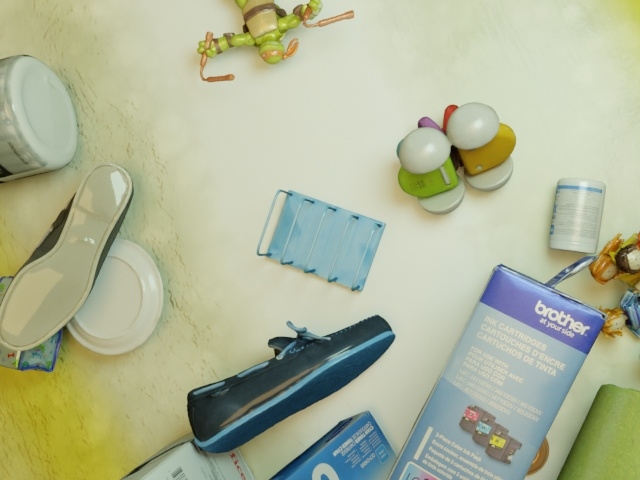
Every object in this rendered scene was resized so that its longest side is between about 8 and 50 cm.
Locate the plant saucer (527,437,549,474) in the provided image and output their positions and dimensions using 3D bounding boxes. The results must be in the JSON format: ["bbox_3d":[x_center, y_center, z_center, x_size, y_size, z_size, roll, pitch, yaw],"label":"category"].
[{"bbox_3d":[0.313,0.324,1.028,0.083,0.013,0.083,0,89,10],"label":"plant saucer"}]

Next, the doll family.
[{"bbox_3d":[0.479,0.072,0.961,0.163,0.118,0.263,-22,110,2],"label":"doll family"}]

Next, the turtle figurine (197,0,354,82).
[{"bbox_3d":[-0.085,-0.373,1.066,0.269,0.087,0.217,-19,79,18],"label":"turtle figurine"}]

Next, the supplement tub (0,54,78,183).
[{"bbox_3d":[-0.590,-0.181,1.099,0.316,0.193,0.193,-12,88,10],"label":"supplement tub"}]

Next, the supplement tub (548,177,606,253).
[{"bbox_3d":[0.384,-0.037,0.989,0.071,0.071,0.107,9,90,10],"label":"supplement tub"}]

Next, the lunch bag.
[{"bbox_3d":[-0.513,0.140,1.128,0.129,0.096,0.151,6,79,25],"label":"lunch bag"}]

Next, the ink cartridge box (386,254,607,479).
[{"bbox_3d":[0.245,0.182,0.907,0.151,0.270,0.395,25,94,14],"label":"ink cartridge box"}]

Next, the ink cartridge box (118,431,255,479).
[{"bbox_3d":[-0.199,0.424,0.969,0.129,0.307,0.223,-29,85,11],"label":"ink cartridge box"}]

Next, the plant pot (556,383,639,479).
[{"bbox_3d":[0.440,0.344,0.899,0.276,0.276,0.254,19,82,10],"label":"plant pot"}]

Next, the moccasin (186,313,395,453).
[{"bbox_3d":[-0.052,0.192,1.011,0.342,0.138,0.117,-26,59,-12],"label":"moccasin"}]

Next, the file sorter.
[{"bbox_3d":[0.000,0.000,1.039,0.170,0.104,0.118,20,94,9],"label":"file sorter"}]

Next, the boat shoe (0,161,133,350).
[{"bbox_3d":[-0.407,0.025,1.082,0.112,0.095,0.335,30,79,-13],"label":"boat shoe"}]

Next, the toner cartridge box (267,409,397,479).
[{"bbox_3d":[-0.009,0.396,0.924,0.075,0.348,0.165,-34,84,41],"label":"toner cartridge box"}]

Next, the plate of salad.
[{"bbox_3d":[-0.354,0.094,1.127,0.200,0.048,0.200,-1,88,15],"label":"plate of salad"}]

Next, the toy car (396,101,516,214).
[{"bbox_3d":[0.194,-0.140,1.000,0.182,0.159,0.136,-27,51,9],"label":"toy car"}]
